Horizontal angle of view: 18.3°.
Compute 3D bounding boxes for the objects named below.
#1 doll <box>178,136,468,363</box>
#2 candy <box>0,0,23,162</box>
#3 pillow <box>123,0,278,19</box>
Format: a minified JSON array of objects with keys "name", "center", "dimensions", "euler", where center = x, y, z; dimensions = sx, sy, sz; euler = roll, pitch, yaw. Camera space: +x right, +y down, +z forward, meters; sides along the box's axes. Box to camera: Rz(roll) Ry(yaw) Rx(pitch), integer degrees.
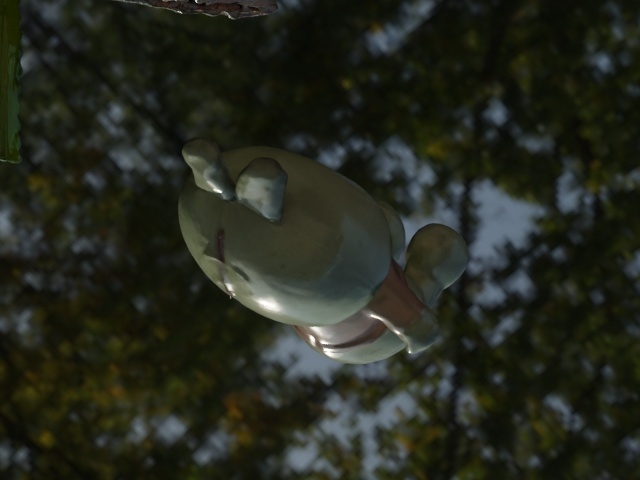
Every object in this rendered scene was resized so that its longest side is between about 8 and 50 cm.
[{"name":"doll","center":[-0.004,0.012,1.242],"dimensions":[0.155,0.275,0.113],"euler":[27,-88,30]},{"name":"candy","center":[-0.309,-0.138,1.360],"dimensions":[0.069,0.246,0.149],"euler":[7,-90,51]},{"name":"pillow","center":[-0.118,-0.216,1.391],"dimensions":[0.043,0.232,0.126],"euler":[-27,-103,32]}]
